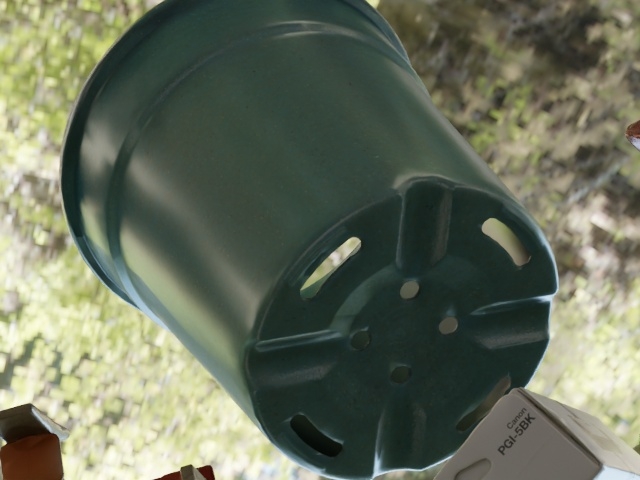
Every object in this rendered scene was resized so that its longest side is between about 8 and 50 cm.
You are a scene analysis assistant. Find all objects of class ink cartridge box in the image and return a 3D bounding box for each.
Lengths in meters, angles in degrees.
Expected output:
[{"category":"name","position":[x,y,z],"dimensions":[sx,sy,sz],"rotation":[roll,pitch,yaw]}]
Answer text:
[{"category":"ink cartridge box","position":[0.102,0.130,0.777],"dimensions":[0.056,0.099,0.135],"rotation":[43,-172,26]}]

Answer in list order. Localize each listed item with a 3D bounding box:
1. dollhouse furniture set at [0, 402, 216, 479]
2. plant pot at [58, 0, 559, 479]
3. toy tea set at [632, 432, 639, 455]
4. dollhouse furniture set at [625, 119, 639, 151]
[{"category":"dollhouse furniture set","position":[-0.193,0.245,1.207],"dimensions":[0.259,0.135,0.262],"rotation":[-17,-115,6]},{"category":"plant pot","position":[0.000,0.000,1.306],"dimensions":[0.341,0.341,0.334],"rotation":[-7,-150,-23]},{"category":"toy tea set","position":[0.372,0.181,1.252],"dimensions":[0.336,0.124,0.200],"rotation":[-22,-164,-7]},{"category":"dollhouse furniture set","position":[0.167,-0.161,0.593],"dimensions":[0.374,0.152,0.201],"rotation":[43,-107,-25]}]
